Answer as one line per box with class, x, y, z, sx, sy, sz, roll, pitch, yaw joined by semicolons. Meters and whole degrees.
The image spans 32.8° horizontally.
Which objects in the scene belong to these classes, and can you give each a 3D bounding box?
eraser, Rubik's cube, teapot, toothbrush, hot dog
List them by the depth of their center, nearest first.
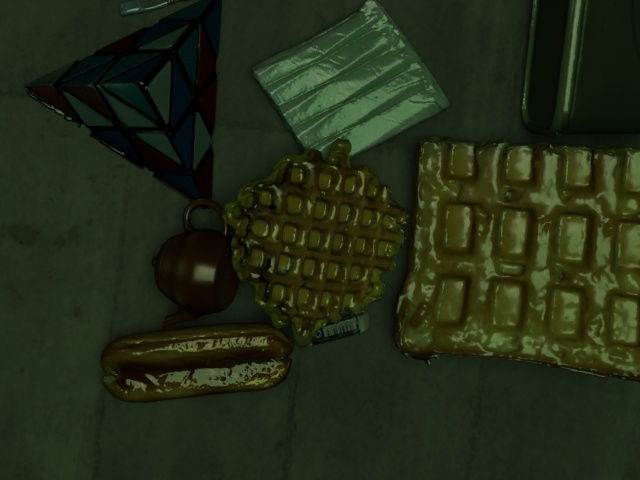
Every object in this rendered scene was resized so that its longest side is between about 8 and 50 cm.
teapot;-0.163;0.031;1.378;0.116;0.116;0.173;11;91;-7
Rubik's cube;-0.174;-0.155;1.384;0.250;0.284;0.234;-45;121;-34
toothbrush;-0.164;-0.317;1.392;0.193;0.013;0.019;-15;87;-4
hot dog;-0.158;0.153;1.401;0.249;0.068;0.100;-4;117;-1
eraser;0.019;0.117;1.442;0.099;0.019;0.027;-15;110;-4

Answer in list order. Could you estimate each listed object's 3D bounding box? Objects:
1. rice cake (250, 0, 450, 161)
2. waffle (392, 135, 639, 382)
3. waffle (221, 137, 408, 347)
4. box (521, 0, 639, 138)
rice cake;0.038;-0.198;1.412;0.198;0.037;0.189;-35;97;-3
waffle;0.277;0.020;1.389;0.348;0.077;0.304;6;96;14
waffle;0.000;0.000;1.383;0.238;0.058;0.243;-43;116;-20
box;0.370;-0.265;1.394;0.178;0.138;0.274;3;102;-13
